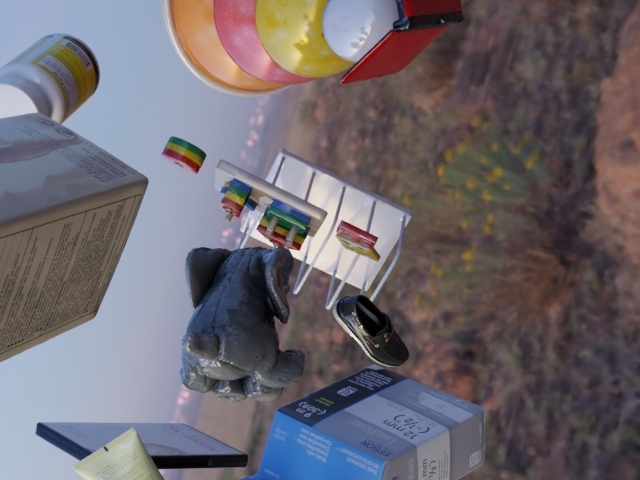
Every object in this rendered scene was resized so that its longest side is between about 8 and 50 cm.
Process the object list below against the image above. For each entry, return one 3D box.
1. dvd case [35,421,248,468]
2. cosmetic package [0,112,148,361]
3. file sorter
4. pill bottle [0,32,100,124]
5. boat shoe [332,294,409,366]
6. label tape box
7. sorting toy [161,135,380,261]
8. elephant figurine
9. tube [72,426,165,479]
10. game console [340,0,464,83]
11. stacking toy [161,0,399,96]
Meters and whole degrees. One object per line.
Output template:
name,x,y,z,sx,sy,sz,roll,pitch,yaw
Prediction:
dvd case,-0.254,0.292,1.740,0.180,0.253,0.022,12,93,50
cosmetic package,-0.275,0.007,0.921,0.153,0.129,0.296,-64,-14,19
file sorter,0.000,0.000,2.262,0.193,0.277,0.173,-61,8,29
pill bottle,-0.417,-0.221,1.798,0.208,0.119,0.119,-63,-8,-60
boat shoe,0.073,0.119,1.578,0.042,0.133,0.049,-19,37,43
label tape box,0.058,0.331,1.931,0.249,0.347,0.115,18,116,43
sorting toy,-0.058,-0.028,1.388,0.046,0.274,0.132,-64,2,-9
elephant figurine,-0.099,0.070,1.530,0.186,0.169,0.239,135,146,-58
tube,-0.221,0.352,1.598,0.062,0.240,0.070,-8,36,39
game console,0.072,-0.220,1.146,0.144,0.085,0.124,-25,-73,-62
stacking toy,-0.013,-0.374,1.939,0.480,0.350,0.350,26,103,56
